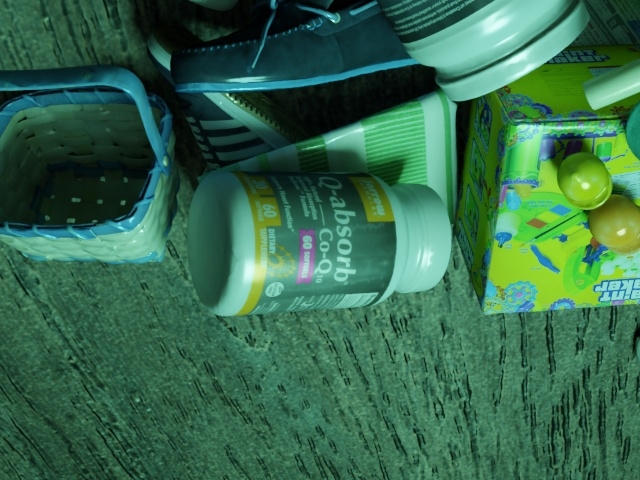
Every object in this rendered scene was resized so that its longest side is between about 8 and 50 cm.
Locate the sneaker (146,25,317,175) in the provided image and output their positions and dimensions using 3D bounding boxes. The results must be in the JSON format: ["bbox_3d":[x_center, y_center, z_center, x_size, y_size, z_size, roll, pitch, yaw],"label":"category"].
[{"bbox_3d":[-0.130,-0.125,1.176,0.153,0.099,0.282,-41,125,20],"label":"sneaker"}]

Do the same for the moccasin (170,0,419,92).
[{"bbox_3d":[-0.013,-0.237,1.071,0.342,0.137,0.117,-18,109,-31],"label":"moccasin"}]

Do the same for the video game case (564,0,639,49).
[{"bbox_3d":[0.366,-0.291,1.152,0.300,0.036,0.329,-36,123,20],"label":"video game case"}]

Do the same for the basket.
[{"bbox_3d":[-0.293,-0.096,1.088,0.254,0.201,0.289,3,155,9],"label":"basket"}]

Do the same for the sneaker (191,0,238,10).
[{"bbox_3d":[-0.153,-0.370,0.977,0.147,0.104,0.296,-33,120,23],"label":"sneaker"}]

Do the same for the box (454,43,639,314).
[{"bbox_3d":[0.333,-0.075,1.178,0.290,0.177,0.279,-3,127,-5],"label":"box"}]

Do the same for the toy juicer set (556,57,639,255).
[{"bbox_3d":[0.347,-0.110,0.995,0.209,0.089,0.329,-6,137,13],"label":"toy juicer set"}]

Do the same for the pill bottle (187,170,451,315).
[{"bbox_3d":[0.000,0.000,1.110,0.278,0.162,0.162,-2,130,-27],"label":"pill bottle"}]

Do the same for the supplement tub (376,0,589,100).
[{"bbox_3d":[0.133,-0.300,0.976,0.191,0.191,0.272,-29,107,15],"label":"supplement tub"}]

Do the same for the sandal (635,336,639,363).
[{"bbox_3d":[0.625,0.070,1.423,0.169,0.102,0.416,11,125,-16],"label":"sandal"}]

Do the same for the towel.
[{"bbox_3d":[0.023,-0.054,1.221,0.325,0.038,0.248,-20,142,-7],"label":"towel"}]
